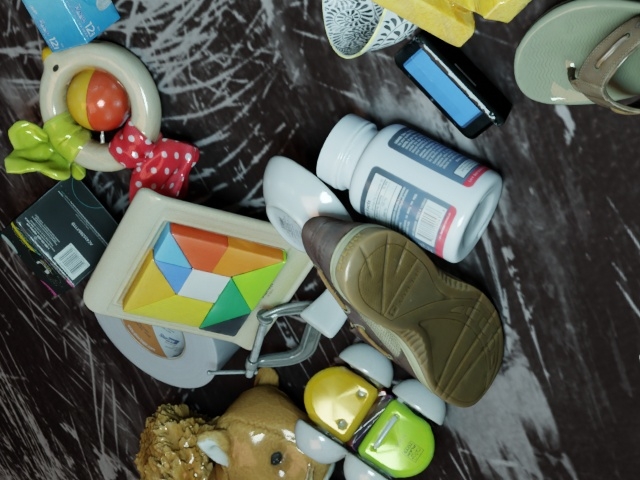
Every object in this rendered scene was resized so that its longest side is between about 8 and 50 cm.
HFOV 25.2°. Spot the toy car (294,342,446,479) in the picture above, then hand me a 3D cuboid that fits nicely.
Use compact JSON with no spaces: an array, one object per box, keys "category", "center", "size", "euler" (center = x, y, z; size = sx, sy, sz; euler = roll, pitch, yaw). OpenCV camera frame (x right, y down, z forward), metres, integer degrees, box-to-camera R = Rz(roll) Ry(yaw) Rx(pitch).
[{"category":"toy car","center":[0.065,0.231,1.816],"size":[0.182,0.159,0.136],"euler":[33,175,11]}]

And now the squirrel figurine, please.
[{"category":"squirrel figurine","center":[-0.120,0.362,1.986],"size":[0.397,0.281,0.370],"euler":[12,126,29]}]

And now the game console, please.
[{"category":"game console","center":[0.128,-0.153,1.447],"size":[0.122,0.107,0.071],"euler":[45,113,-4]}]

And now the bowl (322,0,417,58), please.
[{"category":"bowl","center":[0.070,-0.254,1.369],"size":[0.080,0.170,0.170],"euler":[5,148,-23]}]

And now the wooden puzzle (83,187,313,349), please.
[{"category":"wooden puzzle","center":[-0.149,0.047,1.772],"size":[0.238,0.044,0.221],"euler":[17,132,-20]}]

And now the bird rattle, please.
[{"category":"bird rattle","center":[-0.268,-0.141,1.758],"size":[0.253,0.143,0.207],"euler":[12,116,29]}]

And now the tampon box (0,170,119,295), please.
[{"category":"tampon box","center":[-0.348,-0.006,1.929],"size":[0.120,0.101,0.161],"euler":[49,160,-8]}]

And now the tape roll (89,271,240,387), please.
[{"category":"tape roll","center":[-0.211,0.098,1.966],"size":[0.219,0.072,0.219],"euler":[23,137,24]}]

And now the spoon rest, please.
[{"category":"spoon rest","center":[0.000,0.000,1.659],"size":[0.137,0.084,0.276],"euler":[35,155,30]}]

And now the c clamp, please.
[{"category":"c clamp","center":[-0.061,0.130,1.841],"size":[0.161,0.137,0.022],"euler":[114,149,-45]}]

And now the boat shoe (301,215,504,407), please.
[{"category":"boat shoe","center":[0.091,0.074,1.602],"size":[0.123,0.123,0.342],"euler":[26,171,44]}]

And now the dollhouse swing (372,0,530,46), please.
[{"category":"dollhouse swing","center":[0.049,-0.377,1.094],"size":[0.305,0.315,0.347],"euler":[6,152,-28]}]

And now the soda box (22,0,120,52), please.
[{"category":"soda box","center":[-0.324,-0.330,1.669],"size":[0.071,0.067,0.210],"euler":[-5,122,43]}]

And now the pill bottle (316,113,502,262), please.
[{"category":"pill bottle","center":[0.092,-0.062,1.528],"size":[0.180,0.108,0.108],"euler":[29,140,18]}]

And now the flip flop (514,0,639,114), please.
[{"category":"flip flop","center":[0.295,-0.156,1.289],"size":[0.277,0.080,0.112],"euler":[9,131,35]}]
